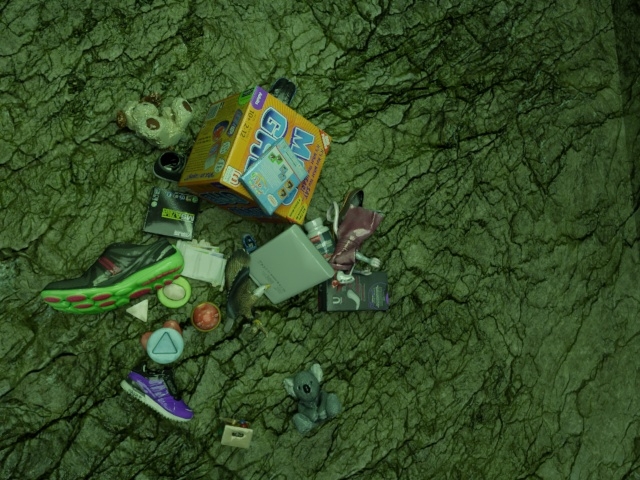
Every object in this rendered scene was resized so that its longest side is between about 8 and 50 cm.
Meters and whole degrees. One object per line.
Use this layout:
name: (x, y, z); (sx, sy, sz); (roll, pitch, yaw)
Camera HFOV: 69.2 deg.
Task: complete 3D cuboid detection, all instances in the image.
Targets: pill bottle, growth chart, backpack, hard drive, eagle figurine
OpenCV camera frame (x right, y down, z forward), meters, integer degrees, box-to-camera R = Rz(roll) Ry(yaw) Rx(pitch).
pill bottle: (0.000, 0.000, 1.949); (0.107, 0.108, 0.180); (-26, 91, -17)
growth chart: (-0.472, 0.084, 1.847); (0.237, 0.021, 0.172); (22, 78, -13)
backpack: (-0.165, -0.627, 1.975); (0.105, 0.084, 0.114); (30, 82, -12)
hard drive: (-0.137, 0.102, 1.779); (0.233, 0.353, 0.047); (51, 43, -10)
eagle figurine: (-0.298, 0.206, 1.782); (0.225, 0.226, 0.298); (-49, 125, -41)

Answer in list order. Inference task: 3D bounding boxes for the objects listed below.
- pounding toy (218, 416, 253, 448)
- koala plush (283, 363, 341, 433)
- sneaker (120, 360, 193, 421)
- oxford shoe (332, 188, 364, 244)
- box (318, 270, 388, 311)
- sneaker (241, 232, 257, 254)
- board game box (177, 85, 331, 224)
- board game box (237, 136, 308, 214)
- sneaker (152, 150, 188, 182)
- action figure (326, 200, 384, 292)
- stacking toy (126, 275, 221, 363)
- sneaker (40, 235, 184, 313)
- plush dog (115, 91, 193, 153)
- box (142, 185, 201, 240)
pounding toy: (-0.333, 0.718, 1.767); (0.141, 0.130, 0.100); (16, 80, -14)
koala plush: (-0.041, 0.625, 1.859); (0.196, 0.203, 0.221); (-29, 72, -5)
sneaker: (-0.578, 0.554, 1.727); (0.293, 0.102, 0.146); (36, 75, -10)
oxford shoe: (0.121, -0.100, 1.998); (0.096, 0.098, 0.272); (19, 80, -14)
box: (0.134, 0.214, 1.946); (0.270, 0.143, 0.165); (1, 82, -16)
sneaker: (-0.282, 0.036, 1.888); (0.053, 0.059, 0.144); (-26, 94, -18)
board game box: (-0.245, -0.291, 1.722); (0.356, 0.356, 0.357); (27, 77, -37)
board game box: (-0.153, -0.214, 1.545); (0.211, 0.039, 0.160); (-50, 121, -25)
sneaker: (-0.502, -0.272, 1.810); (0.295, 0.147, 0.105); (8, 80, -17)
action figure: (0.103, 0.022, 1.787); (0.275, 0.248, 0.370); (26, 62, 2)
stacking toy: (-0.555, 0.290, 1.746); (0.309, 0.130, 0.280); (-39, 96, -17)
sneaker: (-0.751, 0.121, 1.693); (0.482, 0.185, 0.202); (-19, 63, -26)
plush dog: (-0.654, -0.458, 1.791); (0.225, 0.211, 0.262); (36, 47, 4)
box: (-0.579, -0.102, 1.815); (0.190, 0.045, 0.184); (12, 74, -13)
